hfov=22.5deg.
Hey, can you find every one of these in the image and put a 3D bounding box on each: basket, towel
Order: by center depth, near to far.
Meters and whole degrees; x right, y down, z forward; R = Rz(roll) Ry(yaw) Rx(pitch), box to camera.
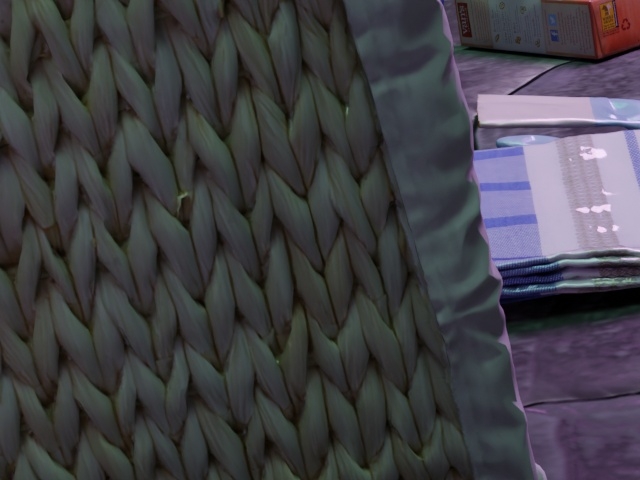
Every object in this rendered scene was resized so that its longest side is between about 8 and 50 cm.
[{"bbox_3d":[-0.070,-0.033,0.829,0.266,0.331,0.328,-14,17,-3],"label":"basket"},{"bbox_3d":[0.225,-0.032,1.060,0.285,0.034,0.209,-7,28,6],"label":"towel"}]

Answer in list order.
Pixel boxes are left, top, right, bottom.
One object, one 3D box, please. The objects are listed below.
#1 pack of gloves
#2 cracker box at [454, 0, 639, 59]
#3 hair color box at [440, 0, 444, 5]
[{"bbox_3d":[0.237,-0.067,1.245,0.232,0.046,0.195,1,19,4],"label":"pack of gloves"},{"bbox_3d":[0.274,-0.250,1.725,0.156,0.067,0.232,-20,19,-28],"label":"cracker box"},{"bbox_3d":[-0.016,-0.188,1.537,0.174,0.105,0.347,9,18,21],"label":"hair color box"}]
